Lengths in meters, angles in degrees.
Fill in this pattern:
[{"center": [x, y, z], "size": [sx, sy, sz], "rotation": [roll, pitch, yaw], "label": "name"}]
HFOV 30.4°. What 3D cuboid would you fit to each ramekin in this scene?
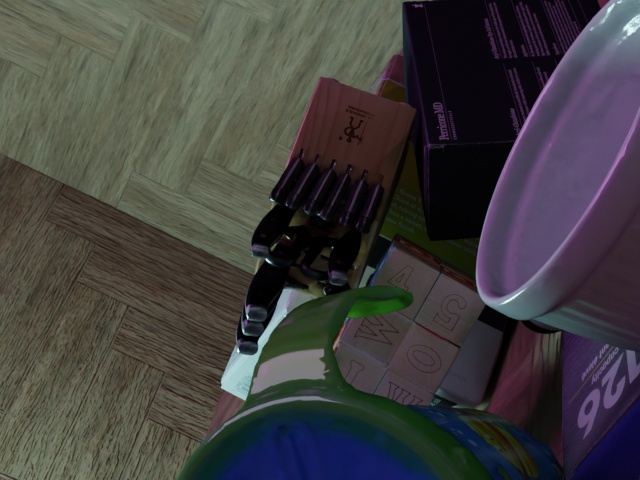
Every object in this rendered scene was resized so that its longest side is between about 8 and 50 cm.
[{"center": [0.185, -0.034, 0.677], "size": [0.207, 0.109, 0.207], "rotation": [-155, 90, -83], "label": "ramekin"}]

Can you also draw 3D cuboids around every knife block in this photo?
[{"center": [0.000, 0.000, 0.999], "size": [0.276, 0.088, 0.242], "rotation": [91, -161, -78], "label": "knife block"}]

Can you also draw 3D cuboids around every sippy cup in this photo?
[{"center": [0.055, 0.199, 0.737], "size": [0.224, 0.240, 0.305], "rotation": [0, -68, -60], "label": "sippy cup"}]

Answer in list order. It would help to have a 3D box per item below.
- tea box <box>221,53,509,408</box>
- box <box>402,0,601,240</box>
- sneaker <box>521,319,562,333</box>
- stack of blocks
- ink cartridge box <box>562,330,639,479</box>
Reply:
[{"center": [0.072, 0.032, 1.315], "size": [0.324, 0.220, 0.329], "rotation": [-66, 7, -25], "label": "tea box"}, {"center": [0.172, -0.119, 1.040], "size": [0.261, 0.184, 0.103], "rotation": [-91, 0, -53], "label": "box"}, {"center": [0.194, 0.041, 1.036], "size": [0.121, 0.079, 0.217], "rotation": [-62, -2, 37], "label": "sneaker"}, {"center": [0.026, 0.145, 0.991], "size": [0.297, 0.087, 0.171], "rotation": [-61, -1, 7], "label": "stack of blocks"}, {"center": [0.248, 0.024, 0.718], "size": [0.304, 0.072, 0.307], "rotation": [-59, 7, 34], "label": "ink cartridge box"}]
